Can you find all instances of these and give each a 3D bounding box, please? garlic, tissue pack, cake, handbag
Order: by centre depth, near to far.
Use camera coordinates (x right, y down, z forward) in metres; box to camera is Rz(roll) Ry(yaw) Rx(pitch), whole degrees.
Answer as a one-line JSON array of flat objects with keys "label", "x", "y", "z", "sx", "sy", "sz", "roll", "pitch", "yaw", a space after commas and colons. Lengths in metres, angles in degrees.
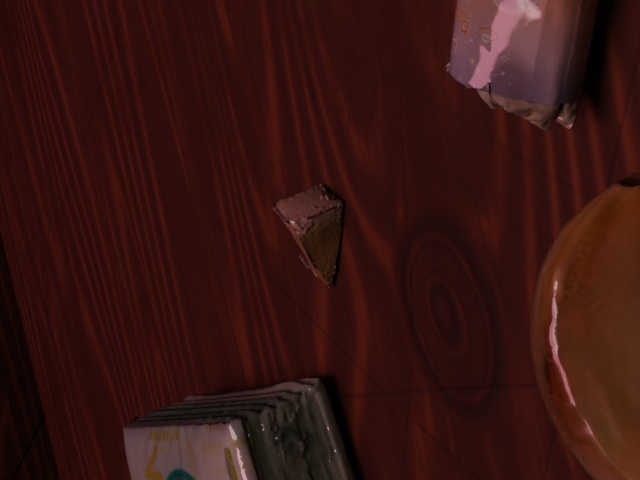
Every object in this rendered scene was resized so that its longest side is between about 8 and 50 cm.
[{"label": "garlic", "x": 0.259, "y": 0.118, "z": 0.861, "sx": 0.196, "sy": 0.151, "sz": 0.338, "roll": -47, "pitch": 63, "yaw": 44}, {"label": "handbag", "x": 0.150, "y": -0.174, "z": 0.948, "sx": 0.117, "sy": 0.095, "sz": 0.173, "roll": 43, "pitch": 136, "yaw": 50}, {"label": "cake", "x": 0.000, "y": 0.000, "z": 1.384, "sx": 0.052, "sy": 0.065, "sz": 0.121, "roll": 45, "pitch": 164, "yaw": 43}, {"label": "tissue pack", "x": -0.093, "y": 0.332, "z": 1.584, "sx": 0.388, "sy": 0.162, "sz": 0.287, "roll": -19, "pitch": 88, "yaw": 62}]
